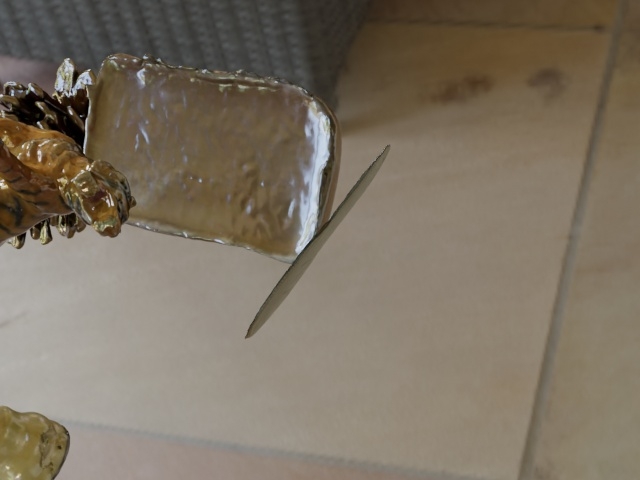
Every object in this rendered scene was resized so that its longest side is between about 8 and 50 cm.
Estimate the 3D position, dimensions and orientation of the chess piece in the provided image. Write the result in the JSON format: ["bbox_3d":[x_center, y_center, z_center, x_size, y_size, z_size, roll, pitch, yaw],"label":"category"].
[{"bbox_3d":[-0.238,0.103,0.853,0.060,0.172,0.060,-32,38,29],"label":"chess piece"}]

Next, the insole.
[{"bbox_3d":[0.000,0.000,0.969,0.004,0.064,0.188,34,61,6],"label":"insole"}]

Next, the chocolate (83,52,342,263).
[{"bbox_3d":[-0.089,-0.077,1.236,0.261,0.161,0.083,16,9,25],"label":"chocolate"}]

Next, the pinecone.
[{"bbox_3d":[-0.313,-0.085,1.520,0.169,0.185,0.212,-8,22,35],"label":"pinecone"}]

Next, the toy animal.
[{"bbox_3d":[-0.260,-0.013,0.994,0.255,0.116,0.114,-31,37,23],"label":"toy animal"}]
